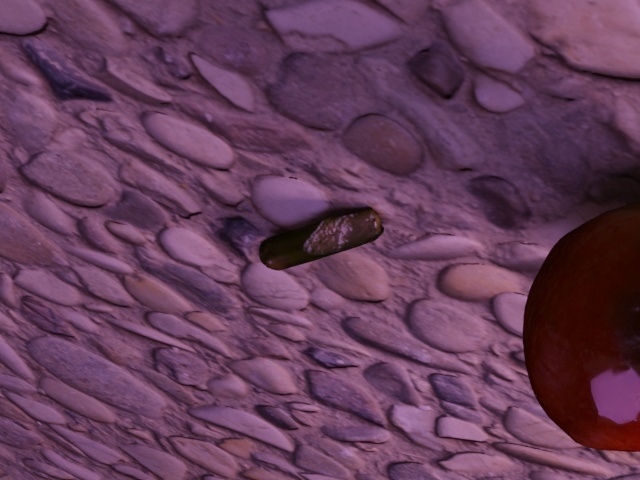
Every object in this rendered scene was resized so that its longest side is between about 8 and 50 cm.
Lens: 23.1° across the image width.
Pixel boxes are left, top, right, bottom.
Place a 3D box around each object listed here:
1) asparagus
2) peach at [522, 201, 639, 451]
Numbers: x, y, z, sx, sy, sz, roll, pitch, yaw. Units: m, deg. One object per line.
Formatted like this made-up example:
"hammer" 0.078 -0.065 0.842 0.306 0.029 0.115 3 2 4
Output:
"asparagus" 0.000 0.000 1.667 0.045 0.041 0.178 28 154 -29
"peach" 0.298 0.076 1.365 0.232 0.232 0.257 31 169 -15
